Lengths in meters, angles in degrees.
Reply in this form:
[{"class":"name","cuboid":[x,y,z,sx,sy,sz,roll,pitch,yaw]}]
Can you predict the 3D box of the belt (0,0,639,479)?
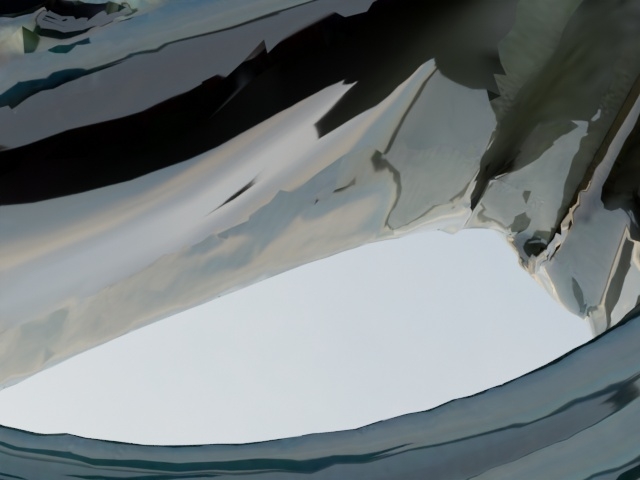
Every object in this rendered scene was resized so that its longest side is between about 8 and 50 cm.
[{"class":"belt","cuboid":[-0.001,0.001,0.479,0.300,0.436,0.173,51,-34,18]}]
